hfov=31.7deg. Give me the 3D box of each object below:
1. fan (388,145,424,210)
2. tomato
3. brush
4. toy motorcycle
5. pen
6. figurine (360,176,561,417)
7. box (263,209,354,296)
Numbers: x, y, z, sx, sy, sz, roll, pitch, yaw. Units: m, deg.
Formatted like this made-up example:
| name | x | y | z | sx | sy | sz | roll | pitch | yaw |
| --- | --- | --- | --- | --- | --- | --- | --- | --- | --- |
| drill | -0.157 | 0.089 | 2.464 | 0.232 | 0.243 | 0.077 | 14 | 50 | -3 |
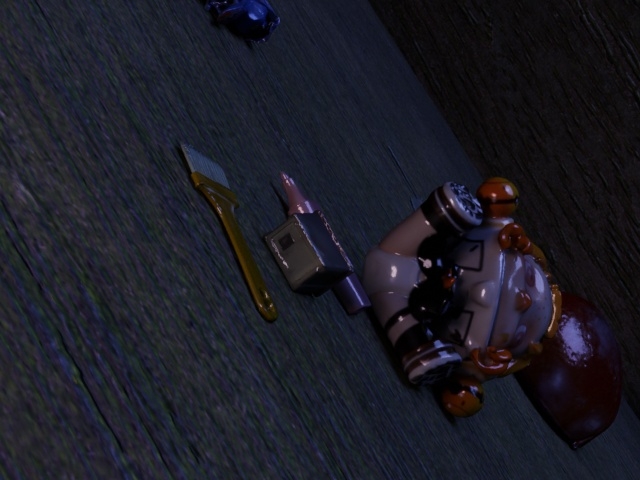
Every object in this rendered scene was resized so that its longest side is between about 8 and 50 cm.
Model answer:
| name | x | y | z | sx | sy | sz | roll | pitch | yaw |
| --- | --- | --- | --- | --- | --- | --- | --- | --- | --- |
| fan | 0.205 | -0.066 | 2.214 | 0.191 | 0.009 | 0.329 | 33 | 27 | -55 |
| tomato | 0.480 | 0.231 | 2.122 | 0.335 | 0.176 | 0.289 | 46 | 20 | -37 |
| brush | -0.087 | -0.007 | 1.143 | 0.082 | 0.010 | 0.218 | 33 | 28 | -58 |
| toy motorcycle | -0.120 | -0.357 | 1.703 | 0.114 | 0.076 | 0.205 | 66 | 17 | 12 |
| pen | 0.000 | 0.000 | 1.367 | 0.197 | 0.032 | 0.053 | 61 | 16 | 11 |
| figurine | 0.197 | 0.075 | 1.510 | 0.323 | 0.196 | 0.320 | 23 | 78 | -51 |
| box | -0.015 | 0.014 | 1.237 | 0.084 | 0.060 | 0.063 | 61 | 20 | 15 |
